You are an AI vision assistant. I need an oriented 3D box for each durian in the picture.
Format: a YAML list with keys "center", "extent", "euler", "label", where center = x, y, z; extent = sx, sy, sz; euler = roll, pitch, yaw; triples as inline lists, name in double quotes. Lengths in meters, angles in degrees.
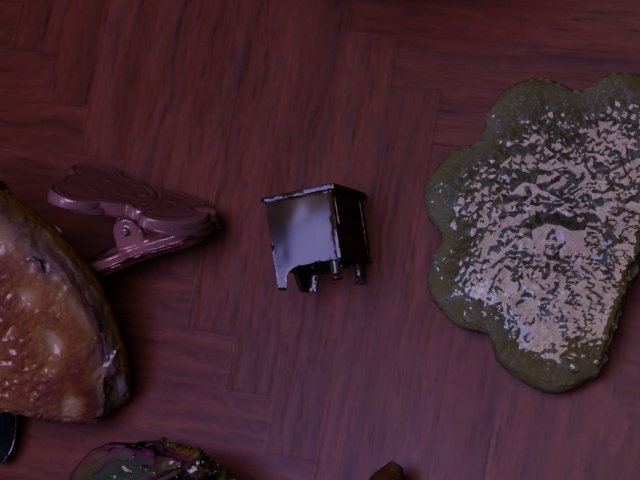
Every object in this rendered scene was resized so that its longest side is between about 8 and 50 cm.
- center: [-0.161, 0.233, 1.476]
  extent: [0.186, 0.119, 0.108]
  euler: [-24, 33, 1]
  label: "durian"

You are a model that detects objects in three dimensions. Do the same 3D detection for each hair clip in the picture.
- center: [-0.171, -0.031, 1.519]
  extent: [0.138, 0.123, 0.102]
  euler: [-17, 102, 20]
  label: "hair clip"

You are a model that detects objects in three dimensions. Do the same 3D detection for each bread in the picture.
- center: [0.185, -0.020, 1.420]
  extent: [0.207, 0.056, 0.287]
  euler: [14, 82, 20]
  label: "bread"

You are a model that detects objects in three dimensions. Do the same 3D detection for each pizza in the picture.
- center: [-0.290, 0.046, 1.501]
  extent: [0.161, 0.085, 0.305]
  euler: [-39, 102, 13]
  label: "pizza"

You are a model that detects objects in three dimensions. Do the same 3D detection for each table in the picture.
- center: [0.000, 0.000, 1.465]
  extent: [0.070, 0.083, 0.082]
  euler: [-11, 81, 20]
  label: "table"

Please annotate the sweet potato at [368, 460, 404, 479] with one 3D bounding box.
- center: [0.055, 0.285, 1.400]
  extent: [0.056, 0.056, 0.195]
  euler: [4, 85, 20]
  label: "sweet potato"

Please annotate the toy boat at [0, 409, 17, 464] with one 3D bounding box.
- center: [-0.317, 0.142, 1.556]
  extent: [0.055, 0.060, 0.141]
  euler: [-17, 78, 14]
  label: "toy boat"
